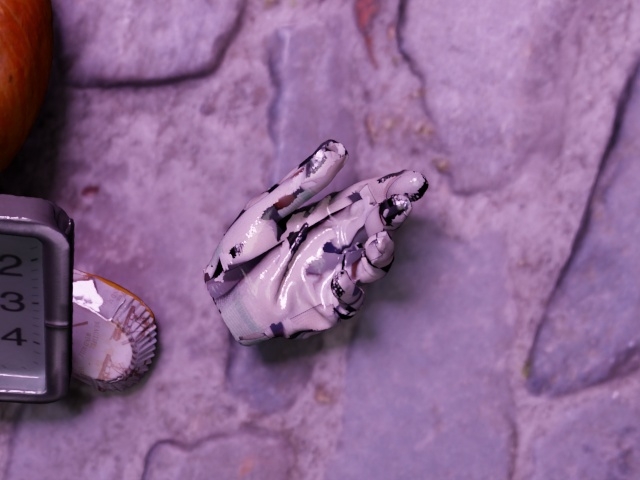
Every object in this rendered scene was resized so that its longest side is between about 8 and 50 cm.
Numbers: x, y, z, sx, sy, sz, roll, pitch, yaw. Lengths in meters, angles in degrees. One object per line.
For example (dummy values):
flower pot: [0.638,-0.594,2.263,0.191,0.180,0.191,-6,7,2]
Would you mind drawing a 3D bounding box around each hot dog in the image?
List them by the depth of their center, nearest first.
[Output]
hot dog: [-0.238,0.066,1.136,0.191,0.059,0.108,24,112,4]

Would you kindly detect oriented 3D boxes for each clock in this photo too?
clock: [-0.338,0.043,1.020,0.273,0.279,0.049,5,52,-8]

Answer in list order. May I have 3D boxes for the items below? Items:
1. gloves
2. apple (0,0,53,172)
gloves: [0.004,0.004,1.064,0.212,0.111,0.128,-28,65,14]
apple: [-0.369,-0.151,1.041,0.301,0.301,0.302,1,95,10]
